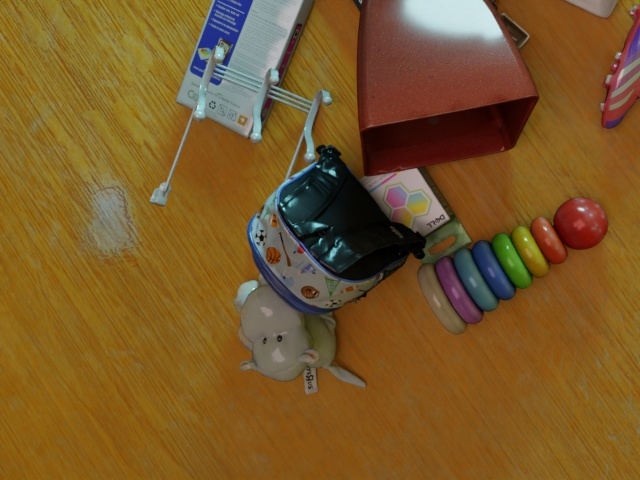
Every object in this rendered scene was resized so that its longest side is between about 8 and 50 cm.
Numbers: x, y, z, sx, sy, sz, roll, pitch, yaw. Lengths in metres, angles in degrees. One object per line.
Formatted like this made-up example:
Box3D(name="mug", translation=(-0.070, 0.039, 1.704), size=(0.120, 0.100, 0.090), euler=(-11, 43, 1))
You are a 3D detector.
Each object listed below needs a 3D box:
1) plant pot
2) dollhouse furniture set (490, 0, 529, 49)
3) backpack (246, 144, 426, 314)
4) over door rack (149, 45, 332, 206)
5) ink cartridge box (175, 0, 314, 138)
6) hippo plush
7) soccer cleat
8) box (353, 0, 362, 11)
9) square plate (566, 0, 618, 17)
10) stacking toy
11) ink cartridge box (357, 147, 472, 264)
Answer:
Box3D(name="plant pot", translation=(0.178, -0.272, 1.328), size=(0.267, 0.267, 0.235), euler=(-11, 79, 2))
Box3D(name="dollhouse furniture set", translation=(0.313, -0.388, 1.370), size=(0.114, 0.081, 0.091), euler=(44, 110, 9))
Box3D(name="backpack", translation=(0.000, 0.000, 1.390), size=(0.276, 0.263, 0.213), euler=(46, 118, 10))
Box3D(name="over door rack", translation=(-0.144, -0.162, 1.502), size=(0.240, 0.108, 0.324), euler=(19, 107, -21))
Box3D(name="ink cartridge box", translation=(-0.133, -0.396, 1.545), size=(0.176, 0.069, 0.370), euler=(29, 109, 15))
Box3D(name="hippo plush", translation=(-0.085, 0.180, 1.519), size=(0.234, 0.236, 0.294), euler=(-11, 94, 21))
Box3D(name="soccer cleat", translation=(0.524, -0.295, 1.309), size=(0.095, 0.083, 0.248), euler=(19, 101, 12))
Box3D(name="box", translation=(0.123, -0.490, 1.437), size=(0.175, 0.051, 0.220), euler=(-32, 86, 26))
Box3D(name="square plate", translation=(0.363, -0.559, 1.257), size=(0.344, 0.049, 0.347), euler=(31, 148, 13))
Box3D(name="stacking toy", translation=(0.340, 0.031, 1.410), size=(0.330, 0.141, 0.141), euler=(-31, 87, 14))
Box3D(name="ink cartridge box", translation=(0.172, -0.054, 1.482), size=(0.109, 0.062, 0.209), euler=(-34, 86, 21))
